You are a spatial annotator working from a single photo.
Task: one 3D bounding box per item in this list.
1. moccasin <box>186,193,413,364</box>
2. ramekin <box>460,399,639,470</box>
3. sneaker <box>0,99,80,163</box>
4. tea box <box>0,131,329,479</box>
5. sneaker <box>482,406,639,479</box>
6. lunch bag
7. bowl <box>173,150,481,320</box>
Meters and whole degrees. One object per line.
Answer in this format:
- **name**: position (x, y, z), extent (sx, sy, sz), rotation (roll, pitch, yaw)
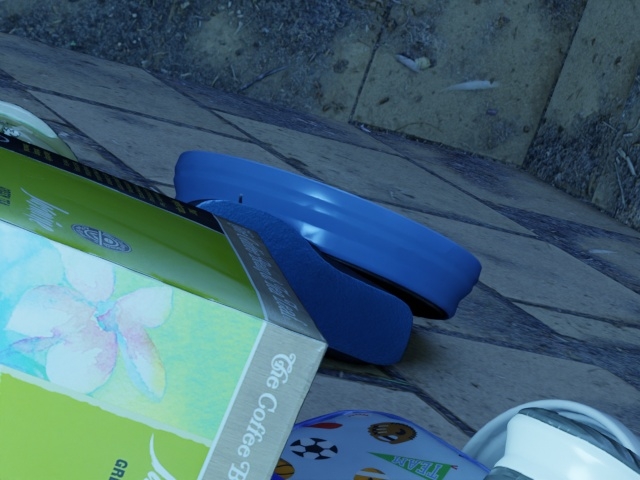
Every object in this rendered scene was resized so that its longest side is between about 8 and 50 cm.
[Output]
- **moccasin**: position (-0.050, 0.060, 2.149), extent (0.342, 0.138, 0.117), rotation (35, -17, -36)
- **ramekin**: position (0.198, 0.234, 1.513), extent (0.109, 0.207, 0.207), rotation (21, 7, -44)
- **sneaker**: position (-0.457, -0.074, 2.154), extent (0.410, 0.158, 0.182), rotation (18, 42, -18)
- **tea box**: position (-0.199, 0.066, 1.226), extent (0.323, 0.220, 0.329), rotation (20, 7, -12)
- **sneaker**: position (0.163, 0.326, 1.134), extent (0.447, 0.257, 0.169), rotation (51, -18, -29)
- **lunch bag**: position (0.043, 0.233, 1.400), extent (0.243, 0.115, 0.303), rotation (-8, 25, -40)
- **bowl**: position (0.000, 0.000, 2.356), extent (0.391, 0.077, 0.391), rotation (20, -7, 3)
